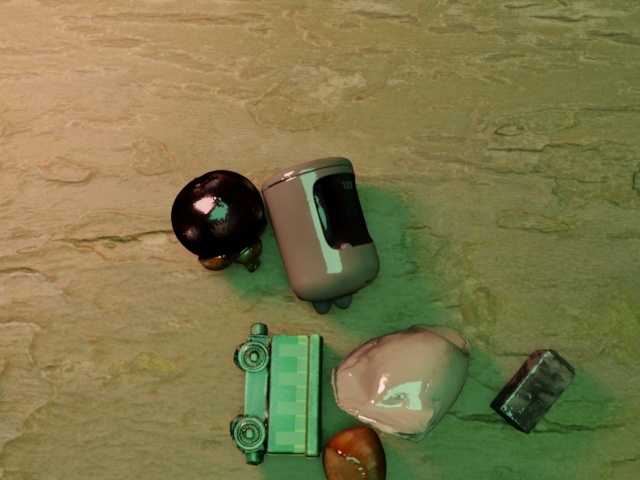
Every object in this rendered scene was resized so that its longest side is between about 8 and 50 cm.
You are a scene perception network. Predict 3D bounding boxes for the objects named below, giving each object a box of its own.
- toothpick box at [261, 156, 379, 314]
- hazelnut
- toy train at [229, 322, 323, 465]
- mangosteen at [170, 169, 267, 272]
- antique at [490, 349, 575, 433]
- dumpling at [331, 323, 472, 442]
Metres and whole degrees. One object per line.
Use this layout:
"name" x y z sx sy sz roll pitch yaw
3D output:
"toothpick box" 0.000 0.000 1.636 0.229 0.229 0.316 -15 84 -4
"hazelnut" 0.082 0.475 1.597 0.150 0.150 0.150 0 82 -2
"toy train" -0.093 0.331 1.623 0.202 0.120 0.301 2 81 -6
"mangosteen" -0.207 -0.029 1.641 0.211 0.211 0.250 -31 114 -6
"antique" 0.472 0.327 1.659 0.086 0.088 0.183 42 83 3
"dumpling" 0.169 0.274 1.582 0.260 0.181 0.341 16 57 25
